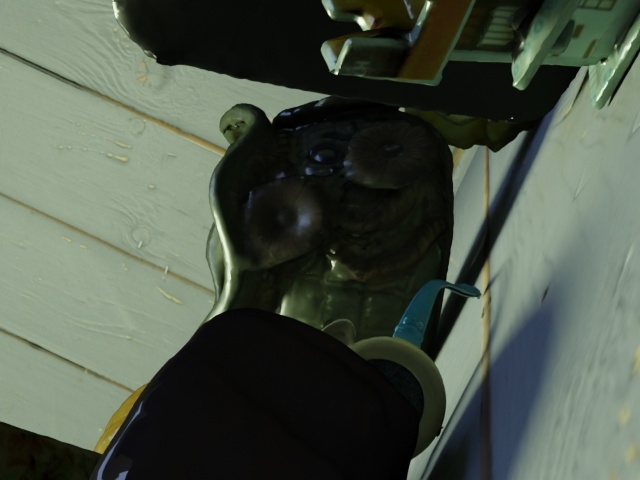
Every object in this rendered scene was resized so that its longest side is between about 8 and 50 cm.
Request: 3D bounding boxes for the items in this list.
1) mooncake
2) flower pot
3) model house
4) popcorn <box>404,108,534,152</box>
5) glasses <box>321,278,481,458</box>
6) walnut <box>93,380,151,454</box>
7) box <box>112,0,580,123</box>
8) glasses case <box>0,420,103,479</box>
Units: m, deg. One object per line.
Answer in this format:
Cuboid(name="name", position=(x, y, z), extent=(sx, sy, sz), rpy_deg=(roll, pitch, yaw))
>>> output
Cuboid(name="mooncake", position=(-0.042, 0.180, 0.665), extent=(0.283, 0.141, 0.283), rpy_deg=(23, -90, -81))
Cuboid(name="flower pot", position=(0.000, 0.000, 1.197), extent=(0.302, 0.213, 0.302), rpy_deg=(-173, 90, -85))
Cuboid(name="model house", position=(0.102, -0.205, 0.688), extent=(0.224, 0.215, 0.198), rpy_deg=(112, 145, -40))
Cuboid(name="popcorn", position=(0.156, -0.180, 1.262), extent=(0.187, 0.167, 0.185), rpy_deg=(-31, -33, -3))
Cuboid(name="glasses", position=(0.059, 0.118, 0.890), extent=(0.220, 0.088, 0.190), rpy_deg=(-23, -38, -55))
Cuboid(name="walnut", position=(-0.121, 0.290, 1.369), extent=(0.252, 0.277, 0.313), rpy_deg=(-11, -51, -39))
Cuboid(name="box", position=(0.063, -0.249, 0.844), extent=(0.091, 0.359, 0.350), rpy_deg=(-111, 35, -48))
Cuboid(name="glasses case", position=(-0.135, 0.220, 0.828), extent=(0.425, 0.098, 0.156), rpy_deg=(33, -115, -50))
